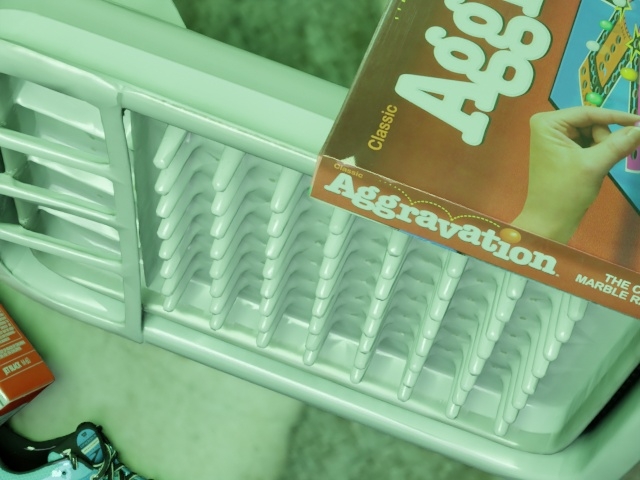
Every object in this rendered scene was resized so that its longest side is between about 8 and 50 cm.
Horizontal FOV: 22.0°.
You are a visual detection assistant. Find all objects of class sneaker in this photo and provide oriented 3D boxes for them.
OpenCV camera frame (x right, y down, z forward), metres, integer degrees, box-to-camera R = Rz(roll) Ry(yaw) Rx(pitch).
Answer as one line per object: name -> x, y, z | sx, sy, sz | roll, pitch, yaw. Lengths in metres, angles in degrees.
sneaker -> -0.117, 0.134, 0.861 | 0.162, 0.063, 0.073 | 10, 107, 7

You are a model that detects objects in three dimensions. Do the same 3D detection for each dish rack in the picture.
dish rack -> 0.000, 0.000, 0.719 | 0.333, 0.285, 0.072 | 21, 67, 4

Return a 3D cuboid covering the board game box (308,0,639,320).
board game box -> 0.107, -0.098, 0.634 | 0.145, 0.281, 0.027 | 20, 142, 4

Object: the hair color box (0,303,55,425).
hair color box -> -0.225, 0.035, 0.837 | 0.093, 0.053, 0.167 | -40, 84, 20
